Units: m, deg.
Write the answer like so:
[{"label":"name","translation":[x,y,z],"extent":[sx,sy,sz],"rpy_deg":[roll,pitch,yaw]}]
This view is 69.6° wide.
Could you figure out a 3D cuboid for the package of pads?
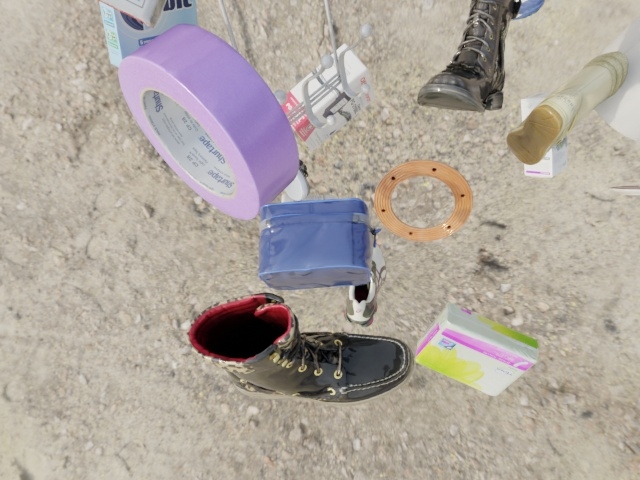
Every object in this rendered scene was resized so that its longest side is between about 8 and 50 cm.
[{"label":"package of pads","translation":[0.460,0.336,1.389],"extent":[0.296,0.101,0.229],"rpy_deg":[24,132,0]}]

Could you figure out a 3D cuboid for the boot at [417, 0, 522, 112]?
[{"label":"boot","translation":[0.218,-0.301,0.642],"extent":[0.091,0.262,0.229],"rpy_deg":[16,113,28]}]

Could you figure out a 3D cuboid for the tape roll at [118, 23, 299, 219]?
[{"label":"tape roll","translation":[-0.162,-0.162,0.674],"extent":[0.274,0.275,0.090],"rpy_deg":[40,67,7]}]

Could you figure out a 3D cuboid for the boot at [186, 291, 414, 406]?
[{"label":"boot","translation":[-0.028,0.201,0.834],"extent":[0.376,0.284,0.138],"rpy_deg":[-3,59,13]}]

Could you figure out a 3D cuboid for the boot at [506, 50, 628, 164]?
[{"label":"boot","translation":[0.523,-0.278,0.996],"extent":[0.203,0.262,0.095],"rpy_deg":[-40,77,-1]}]

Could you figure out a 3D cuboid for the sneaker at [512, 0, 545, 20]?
[{"label":"sneaker","translation":[0.378,-0.617,1.044],"extent":[0.296,0.131,0.112],"rpy_deg":[42,92,19]}]

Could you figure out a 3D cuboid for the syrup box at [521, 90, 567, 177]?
[{"label":"syrup box","translation":[0.671,-0.316,1.377],"extent":[0.093,0.096,0.237],"rpy_deg":[-27,117,-29]}]

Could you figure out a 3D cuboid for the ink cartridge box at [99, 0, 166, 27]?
[{"label":"ink cartridge box","translation":[-0.245,-0.292,0.276],"extent":[0.130,0.309,0.272],"rpy_deg":[-57,40,23]}]

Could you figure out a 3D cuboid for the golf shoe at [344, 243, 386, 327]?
[{"label":"golf shoe","translation":[0.130,0.099,1.265],"extent":[0.105,0.120,0.273],"rpy_deg":[6,55,7]}]

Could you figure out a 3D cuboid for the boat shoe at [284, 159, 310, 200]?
[{"label":"boat shoe","translation":[-0.072,-0.183,1.197],"extent":[0.075,0.080,0.228],"rpy_deg":[-11,39,-27]}]

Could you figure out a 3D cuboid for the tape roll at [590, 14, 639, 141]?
[{"label":"tape roll","translation":[0.734,-0.361,1.003],"extent":[0.245,0.169,0.247],"rpy_deg":[8,63,-16]}]

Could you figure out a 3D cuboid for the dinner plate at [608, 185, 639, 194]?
[{"label":"dinner plate","translation":[0.738,-0.115,1.050],"extent":[0.141,0.141,0.017],"rpy_deg":[-3,98,5]}]

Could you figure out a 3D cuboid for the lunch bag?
[{"label":"lunch bag","translation":[0.000,0.000,0.368],"extent":[0.098,0.067,0.065],"rpy_deg":[-4,72,3]}]

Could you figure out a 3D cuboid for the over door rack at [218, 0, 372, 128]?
[{"label":"over door rack","translation":[-0.036,-0.315,0.708],"extent":[0.108,0.325,0.239],"rpy_deg":[15,51,42]}]

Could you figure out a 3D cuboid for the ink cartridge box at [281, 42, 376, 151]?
[{"label":"ink cartridge box","translation":[0.020,-0.371,1.220],"extent":[0.237,0.172,0.100],"rpy_deg":[-39,75,6]}]

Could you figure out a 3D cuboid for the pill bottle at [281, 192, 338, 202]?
[{"label":"pill bottle","translation":[-0.001,-0.069,1.341],"extent":[0.228,0.131,0.131],"rpy_deg":[2,86,-5]}]

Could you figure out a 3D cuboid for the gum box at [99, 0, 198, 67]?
[{"label":"gum box","translation":[-0.270,-0.384,0.730],"extent":[0.041,0.185,0.157],"rpy_deg":[30,44,26]}]

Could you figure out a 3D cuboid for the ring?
[{"label":"ring","translation":[0.355,-0.135,1.602],"extent":[0.335,0.032,0.337],"rpy_deg":[8,130,10]}]
